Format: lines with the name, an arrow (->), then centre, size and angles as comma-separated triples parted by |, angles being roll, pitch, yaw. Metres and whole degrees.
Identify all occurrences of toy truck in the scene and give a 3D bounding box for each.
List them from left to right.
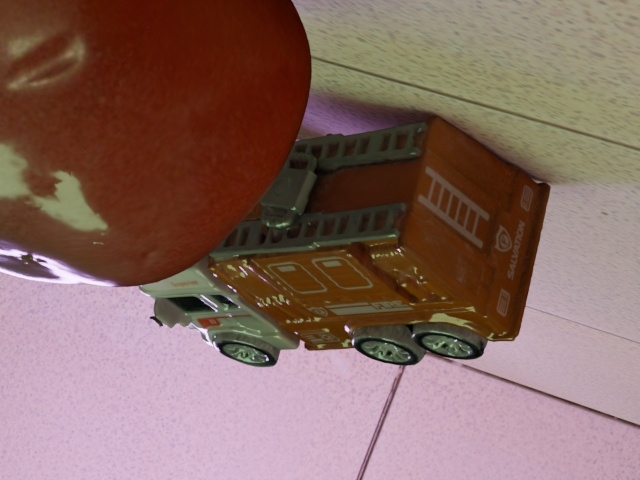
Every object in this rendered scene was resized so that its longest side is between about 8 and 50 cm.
toy truck -> 0.000, 0.000, 1.742 | 0.388, 0.173, 0.207 | -7, 149, 42

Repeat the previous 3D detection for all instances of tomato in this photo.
tomato -> -0.181, -0.114, 1.273 | 0.341, 0.272, 0.341 | 21, 173, 3
